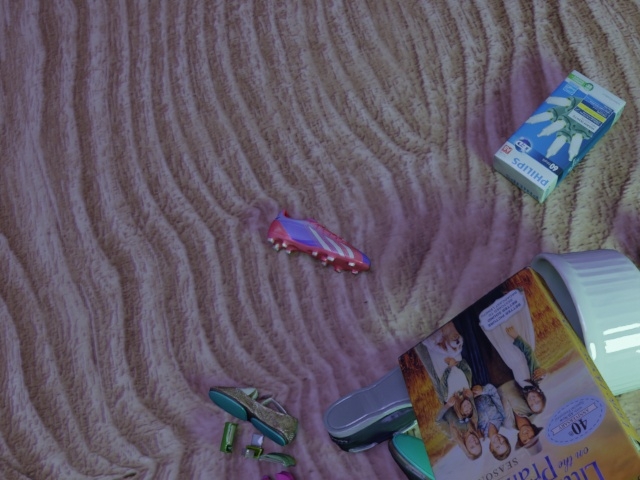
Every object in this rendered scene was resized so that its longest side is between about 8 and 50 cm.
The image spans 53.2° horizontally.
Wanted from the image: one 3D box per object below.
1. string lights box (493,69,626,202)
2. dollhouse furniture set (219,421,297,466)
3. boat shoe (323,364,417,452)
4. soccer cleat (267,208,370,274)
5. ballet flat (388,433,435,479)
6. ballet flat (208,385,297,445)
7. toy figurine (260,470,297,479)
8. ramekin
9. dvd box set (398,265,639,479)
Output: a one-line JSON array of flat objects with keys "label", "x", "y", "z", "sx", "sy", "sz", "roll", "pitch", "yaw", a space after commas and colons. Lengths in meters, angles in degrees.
[{"label": "string lights box", "x": 0.505, "y": -0.221, "z": 1.362, "sx": 0.133, "sy": 0.077, "sz": 0.260, "roll": 41, "pitch": 84, "yaw": 21}, {"label": "dollhouse furniture set", "x": -0.120, "y": 0.408, "z": 1.276, "sx": 0.151, "sy": 0.076, "sz": 0.059, "roll": 7, "pitch": 73, "yaw": 16}, {"label": "boat shoe", "x": 0.155, "y": 0.315, "z": 1.242, "sx": 0.302, "sy": 0.091, "sz": 0.114, "roll": -22, "pitch": 35, "yaw": 6}, {"label": "soccer cleat", "x": 0.000, "y": 0.000, "z": 1.399, "sx": 0.248, "sy": 0.083, "sz": 0.095, "roll": 16, "pitch": 70, "yaw": 21}, {"label": "ballet flat", "x": 0.245, "y": 0.452, "z": 1.162, "sx": 0.280, "sy": 0.095, "sz": 0.096, "roll": 21, "pitch": 112, "yaw": 14}, {"label": "ballet flat", "x": -0.134, "y": 0.346, "z": 1.318, "sx": 0.206, "sy": 0.073, "sz": 0.067, "roll": 28, "pitch": 51, "yaw": 18}, {"label": "toy figurine", "x": -0.108, "y": 0.518, "z": 1.233, "sx": 0.173, "sy": 0.130, "sz": 0.159, "roll": 14, "pitch": 58, "yaw": 43}, {"label": "ramekin", "x": 0.481, "y": 0.146, "z": 1.133, "sx": 0.135, "sy": 0.277, "sz": 0.277, "roll": -12, "pitch": 68, "yaw": 1}, {"label": "dvd box set", "x": 0.298, "y": 0.279, "z": 1.002, "sx": 0.307, "sy": 0.062, "sz": 0.420, "roll": -40, "pitch": 36, "yaw": 23}]
